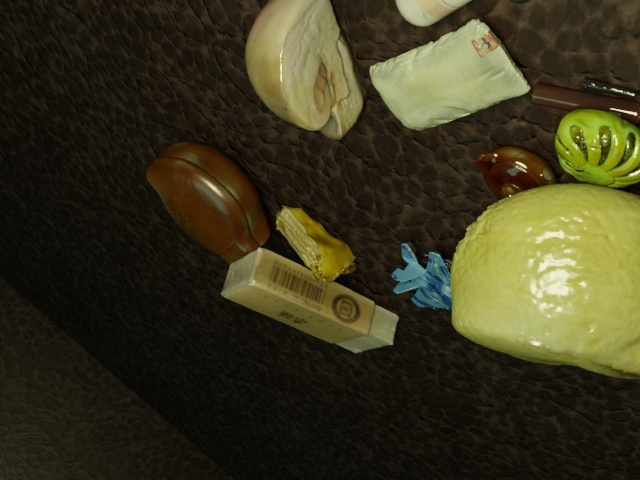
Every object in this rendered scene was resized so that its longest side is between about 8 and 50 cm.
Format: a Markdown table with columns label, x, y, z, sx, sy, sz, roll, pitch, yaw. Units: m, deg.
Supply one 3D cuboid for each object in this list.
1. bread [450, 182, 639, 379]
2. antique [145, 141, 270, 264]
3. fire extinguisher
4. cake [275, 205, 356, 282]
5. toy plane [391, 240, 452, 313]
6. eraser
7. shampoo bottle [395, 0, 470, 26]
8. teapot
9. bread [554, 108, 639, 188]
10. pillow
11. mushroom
| label | x | y | z | sx | sy | sz | roll | pitch | yaw |
| --- | --- | --- | --- | --- | --- | --- | --- | --- | --- |
| bread | 0.343 | 0.055 | 1.056 | 0.321 | 0.237 | 0.320 | 14 | 172 | 2 |
| antique | -0.217 | -0.081 | 1.553 | 0.278 | 0.129 | 0.223 | 44 | 146 | -8 |
| fire extinguisher | 0.356 | -0.179 | 0.986 | 0.173 | 0.035 | 0.049 | 19 | 104 | 27 |
| cake | 0.001 | -0.003 | 1.522 | 0.185 | 0.116 | 0.079 | 51 | 135 | 38 |
| toy plane | 0.241 | 0.094 | 1.378 | 0.246 | 0.078 | 0.169 | 24 | 144 | 11 |
| eraser | -0.019 | 0.130 | 1.562 | 0.343 | 0.078 | 0.144 | 27 | 152 | -23 |
| shampoo bottle | 0.173 | -0.328 | 0.939 | 0.074 | 0.074 | 0.192 | 49 | 146 | -15 |
| teapot | 0.281 | -0.084 | 1.122 | 0.129 | 0.078 | 0.098 | 40 | 146 | -1 |
| bread | 0.357 | -0.111 | 0.988 | 0.130 | 0.071 | 0.139 | 22 | 173 | 2 |
| pillow | 0.173 | -0.225 | 1.084 | 0.128 | 0.051 | 0.229 | 45 | 148 | -23 |
| mushroom | -0.054 | -0.248 | 1.163 | 0.162 | 0.173 | 0.236 | 11 | 138 | 38 |
